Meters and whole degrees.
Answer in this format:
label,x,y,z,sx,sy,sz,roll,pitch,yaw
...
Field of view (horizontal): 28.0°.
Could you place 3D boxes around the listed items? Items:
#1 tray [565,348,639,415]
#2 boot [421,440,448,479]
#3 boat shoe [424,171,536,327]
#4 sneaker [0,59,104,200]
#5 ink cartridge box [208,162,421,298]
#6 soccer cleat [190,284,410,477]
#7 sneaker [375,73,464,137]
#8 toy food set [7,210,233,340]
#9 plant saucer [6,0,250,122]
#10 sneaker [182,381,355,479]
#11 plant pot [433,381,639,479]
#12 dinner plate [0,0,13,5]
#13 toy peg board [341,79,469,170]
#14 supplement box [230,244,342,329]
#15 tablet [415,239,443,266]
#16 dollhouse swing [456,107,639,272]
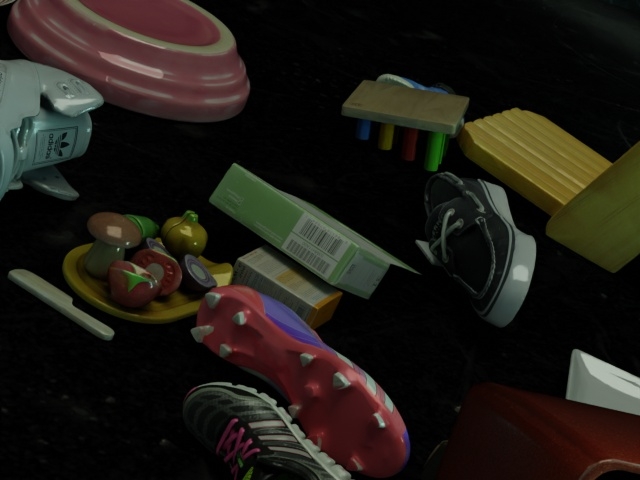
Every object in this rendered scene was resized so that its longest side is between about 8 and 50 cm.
label,x,y,z,sx,sy,sz,roll,pitch,yaw
tray,0.306,0.203,1.280,0.145,0.030,0.270,24,24,4
boot,0.179,0.221,1.095,0.198,0.077,0.137,37,20,-1
boat shoe,0.171,-0.002,1.481,0.102,0.108,0.301,20,25,-11
sneaker,-0.302,-0.087,1.200,0.210,0.137,0.366,6,26,-28
ink cartridge box,0.000,0.000,1.399,0.171,0.056,0.235,33,2,22
soccer cleat,-0.007,0.115,1.128,0.248,0.083,0.095,34,21,28
sneaker,0.155,-0.218,1.978,0.152,0.058,0.084,26,29,-5
toy food set,-0.165,0.014,1.197,0.128,0.071,0.218,34,26,22
plant saucer,-0.243,-0.270,1.704,0.332,0.084,0.332,19,25,-9
sneaker,-0.047,0.171,0.989,0.170,0.063,0.075,37,21,18
plant pot,0.193,0.236,0.865,0.267,0.267,0.236,14,12,-20
dinner plate,-0.466,-0.328,1.682,0.141,0.017,0.141,9,28,-5
toy peg board,0.120,-0.163,1.841,0.161,0.079,0.161,11,22,10
supplement box,-0.036,0.049,1.283,0.098,0.036,0.062,32,25,16
tablet,0.160,0.020,1.559,0.083,0.006,0.054,9,28,-28
dollhouse swing,0.433,-0.154,1.846,0.305,0.315,0.347,51,31,11
